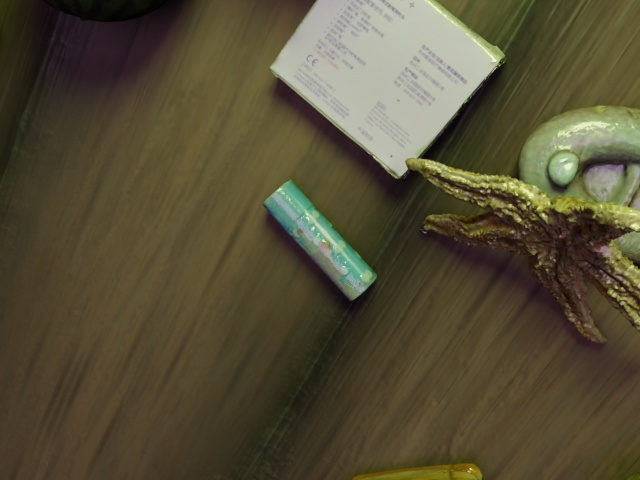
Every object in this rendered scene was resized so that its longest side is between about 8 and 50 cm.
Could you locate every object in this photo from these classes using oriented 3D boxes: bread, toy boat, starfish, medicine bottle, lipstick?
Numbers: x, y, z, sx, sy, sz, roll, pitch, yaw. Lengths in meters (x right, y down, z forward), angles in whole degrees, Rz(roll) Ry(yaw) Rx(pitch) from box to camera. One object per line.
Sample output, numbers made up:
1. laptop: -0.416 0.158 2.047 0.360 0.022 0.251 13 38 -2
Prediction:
1. bread: 0.121 0.354 0.844 0.200 0.077 0.116 -15 103 20
2. toy boat: 0.314 -0.052 0.672 0.227 0.085 0.155 25 111 7
3. starfish: 0.224 0.000 0.671 0.302 0.299 0.060 29 75 24
4. medicine bottle: 0.069 -0.191 0.717 0.201 0.052 0.171 39 112 3
5. lipstick: 0.000 0.000 0.792 0.048 0.048 0.158 -42 92 21

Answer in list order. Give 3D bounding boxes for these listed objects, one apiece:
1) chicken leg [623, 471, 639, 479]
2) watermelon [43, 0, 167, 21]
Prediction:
1. chicken leg: 0.433 0.455 0.757 0.153 0.201 0.429 -16 108 48
2. watermelon: -0.227 -0.332 0.675 0.212 0.212 0.212 4 106 14
